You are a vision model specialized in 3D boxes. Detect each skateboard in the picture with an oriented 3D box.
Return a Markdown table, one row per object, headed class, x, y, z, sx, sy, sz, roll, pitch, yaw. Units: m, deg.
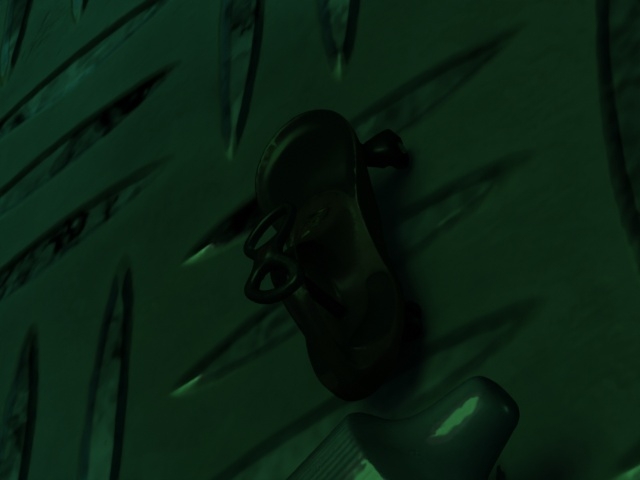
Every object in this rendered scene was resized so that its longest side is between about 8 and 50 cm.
| class | x | y | z | sx | sy | sz | roll | pitch | yaw |
| --- | --- | --- | --- | --- | --- | --- | --- | --- | --- |
| skateboard | 0.000 | 0.000 | 0.766 | 0.067 | 0.080 | 0.151 | -34 | 39 | 21 |

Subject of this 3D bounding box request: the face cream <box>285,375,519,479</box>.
| class | x | y | z | sx | sy | sz | roll | pitch | yaw |
| --- | --- | --- | --- | --- | --- | --- | --- | --- | --- |
| face cream | -0.038 | 0.167 | 0.650 | 0.311 | 0.092 | 0.092 | -50 | 31 | 10 |
